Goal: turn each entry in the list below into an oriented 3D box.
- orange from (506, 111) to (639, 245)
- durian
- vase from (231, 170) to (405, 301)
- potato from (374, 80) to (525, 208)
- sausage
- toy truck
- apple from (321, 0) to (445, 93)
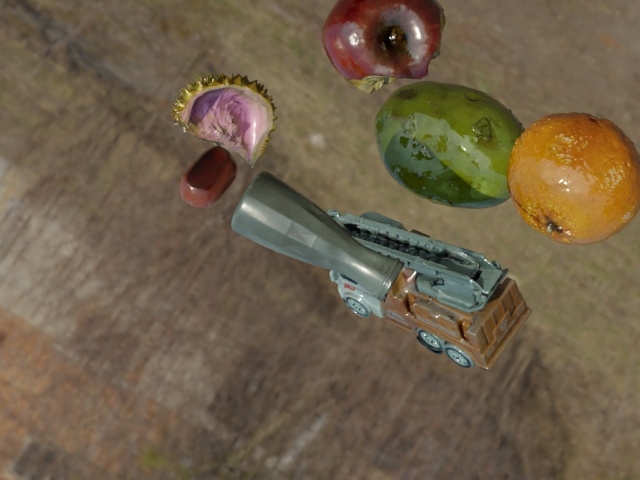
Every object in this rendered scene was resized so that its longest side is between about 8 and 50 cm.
[{"bbox_3d":[0.347,-0.081,1.738,0.193,0.161,0.193,36,154,21],"label":"orange"},{"bbox_3d":[-0.155,-0.210,2.080,0.182,0.132,0.165,20,164,-16],"label":"durian"},{"bbox_3d":[0.000,0.000,1.570,0.214,0.086,0.086,30,172,7],"label":"vase"},{"bbox_3d":[0.202,-0.145,1.932,0.253,0.186,0.148,37,-151,21],"label":"potato"},{"bbox_3d":[-0.149,-0.083,1.697,0.059,0.094,0.054,34,157,10],"label":"sausage"},{"bbox_3d":[0.136,0.048,1.905,0.338,0.133,0.184,24,154,35],"label":"toy truck"},{"bbox_3d":[0.081,-0.269,1.651,0.147,0.156,0.158,48,-179,-8],"label":"apple"}]
